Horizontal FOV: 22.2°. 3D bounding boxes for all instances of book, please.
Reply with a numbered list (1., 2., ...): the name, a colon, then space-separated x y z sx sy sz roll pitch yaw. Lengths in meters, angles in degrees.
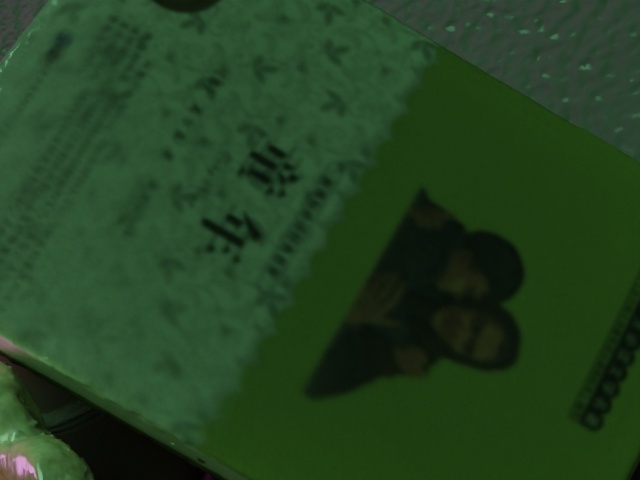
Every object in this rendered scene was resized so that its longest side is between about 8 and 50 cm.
1. book: 0.000 0.000 0.755 0.352 0.035 0.239 30 69 3

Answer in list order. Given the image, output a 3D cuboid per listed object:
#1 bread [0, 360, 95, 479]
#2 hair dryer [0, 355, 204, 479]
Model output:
1. bread: -0.146 0.168 0.763 0.039 0.250 0.182 -12 31 -30
2. hair dryer: -0.155 -0.001 0.937 0.107 0.189 0.344 -20 30 0
